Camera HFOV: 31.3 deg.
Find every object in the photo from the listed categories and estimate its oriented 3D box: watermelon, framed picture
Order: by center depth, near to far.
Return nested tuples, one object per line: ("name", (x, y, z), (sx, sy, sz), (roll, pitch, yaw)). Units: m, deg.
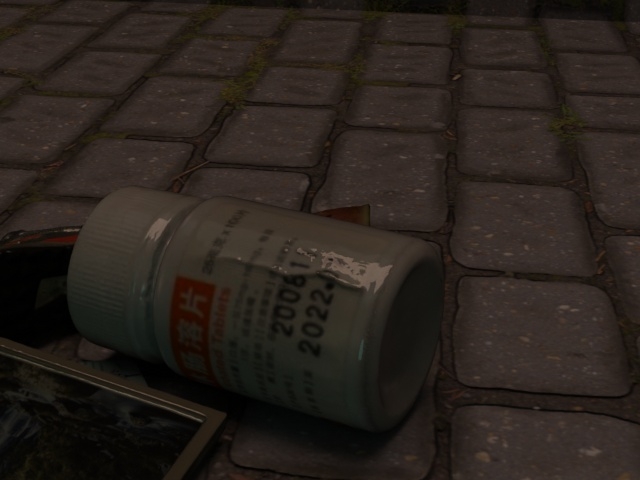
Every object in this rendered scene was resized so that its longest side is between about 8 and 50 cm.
("framed picture", (-0.281, 0.188, 1.100), (0.324, 0.020, 0.240), (18, 31, 14))
("watermelon", (-0.005, 0.008, 1.566), (0.163, 0.087, 0.069), (-11, -5, -30))

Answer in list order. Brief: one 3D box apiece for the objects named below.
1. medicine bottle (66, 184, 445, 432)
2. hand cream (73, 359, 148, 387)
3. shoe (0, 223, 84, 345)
("medicine bottle", (-0.071, 0.064, 1.242), (0.371, 0.211, 0.211), (12, 25, 24))
("hand cream", (-0.351, 0.157, 1.199), (0.331, 0.058, 0.085), (-8, 17, -19))
("shoe", (-0.375, 0.045, 1.391), (0.336, 0.132, 0.171), (-17, 24, -40))
